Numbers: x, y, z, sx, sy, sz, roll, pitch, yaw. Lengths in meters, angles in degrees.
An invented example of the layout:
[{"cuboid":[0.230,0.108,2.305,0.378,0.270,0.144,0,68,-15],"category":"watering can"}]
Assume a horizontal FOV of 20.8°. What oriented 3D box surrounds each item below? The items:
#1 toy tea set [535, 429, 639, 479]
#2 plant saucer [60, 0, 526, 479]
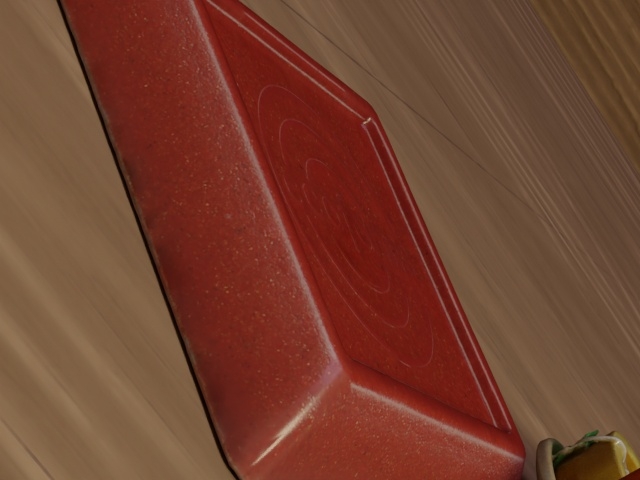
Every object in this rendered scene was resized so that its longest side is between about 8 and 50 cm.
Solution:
[{"cuboid":[0.190,0.177,0.857,0.200,0.124,0.336,64,16,-5],"category":"toy tea set"},{"cuboid":[0.000,0.000,0.765,0.258,0.047,0.259,31,32,-60],"category":"plant saucer"}]
